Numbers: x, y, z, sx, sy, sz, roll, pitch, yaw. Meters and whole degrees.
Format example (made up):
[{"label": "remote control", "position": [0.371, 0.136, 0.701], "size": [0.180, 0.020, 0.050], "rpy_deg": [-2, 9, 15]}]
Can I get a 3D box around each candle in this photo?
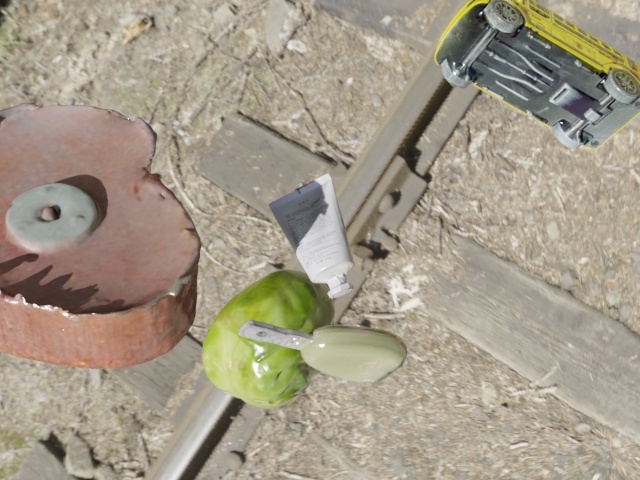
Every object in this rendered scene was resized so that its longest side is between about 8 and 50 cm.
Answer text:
[{"label": "candle", "position": [-0.275, 0.006, 0.679], "size": [0.287, 0.131, 0.317], "rpy_deg": [-17, 50, -29]}]

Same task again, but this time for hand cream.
[{"label": "hand cream", "position": [0.000, 0.000, 0.811], "size": [0.084, 0.053, 0.142], "rpy_deg": [-26, 71, 11]}]

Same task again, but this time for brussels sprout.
[{"label": "brussels sprout", "position": [-0.067, 0.136, 0.975], "size": [0.161, 0.223, 0.223], "rpy_deg": [29, 87, 8]}]

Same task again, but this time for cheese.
[{"label": "cheese", "position": [0.000, 0.119, 0.772], "size": [0.097, 0.192, 0.037], "rpy_deg": [-46, 36, 44]}]

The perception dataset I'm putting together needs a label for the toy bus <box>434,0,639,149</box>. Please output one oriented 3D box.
[{"label": "toy bus", "position": [0.355, -0.288, 1.106], "size": [0.330, 0.144, 0.152], "rpy_deg": [26, 51, -11]}]
